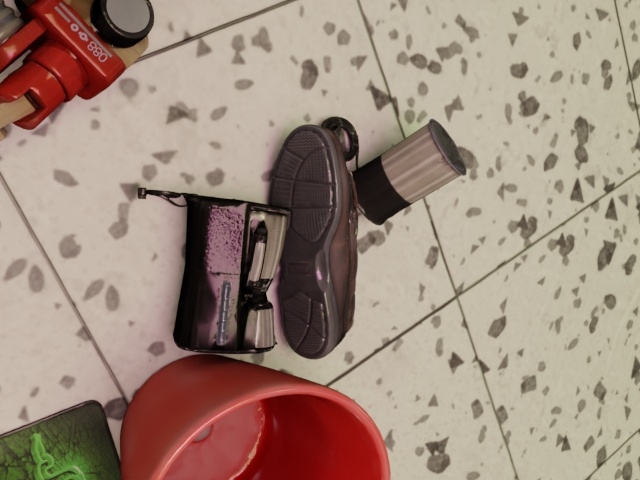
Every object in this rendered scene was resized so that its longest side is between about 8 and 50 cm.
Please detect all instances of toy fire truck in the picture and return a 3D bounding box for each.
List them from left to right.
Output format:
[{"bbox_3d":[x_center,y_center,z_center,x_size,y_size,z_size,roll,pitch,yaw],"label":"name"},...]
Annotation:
[{"bbox_3d":[-0.320,-0.188,0.601,0.217,0.159,0.246,47,59,-26],"label":"toy fire truck"}]

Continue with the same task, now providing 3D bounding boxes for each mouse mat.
[{"bbox_3d":[-0.307,0.295,0.753,0.153,0.007,0.189,-20,107,-26],"label":"mouse mat"}]

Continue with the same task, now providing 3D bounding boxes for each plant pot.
[{"bbox_3d":[-0.102,0.252,0.725,0.275,0.243,0.274,-5,100,-29],"label":"plant pot"}]

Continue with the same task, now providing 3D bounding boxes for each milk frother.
[{"bbox_3d":[0.090,-0.118,0.837,0.135,0.129,0.143,-32,128,26],"label":"milk frother"}]

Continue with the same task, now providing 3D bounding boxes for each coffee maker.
[{"bbox_3d":[-0.128,0.037,0.767,0.171,0.120,0.178,8,93,8],"label":"coffee maker"}]

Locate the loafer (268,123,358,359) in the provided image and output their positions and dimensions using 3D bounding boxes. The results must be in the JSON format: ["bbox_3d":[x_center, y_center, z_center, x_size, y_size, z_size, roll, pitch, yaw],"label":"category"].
[{"bbox_3d":[0.000,0.000,0.843,0.095,0.109,0.302,-18,112,-54],"label":"loafer"}]
